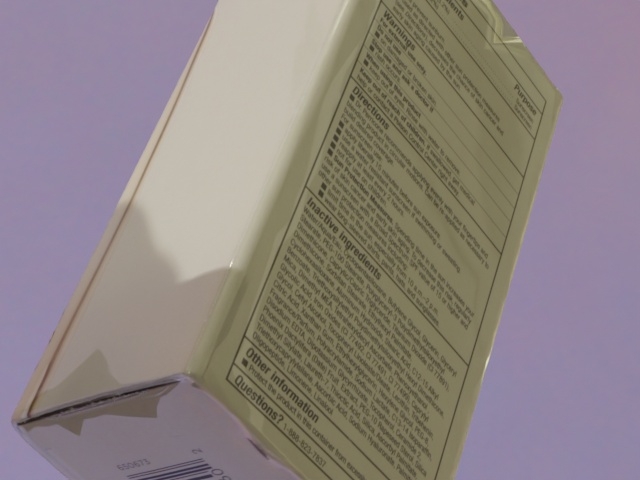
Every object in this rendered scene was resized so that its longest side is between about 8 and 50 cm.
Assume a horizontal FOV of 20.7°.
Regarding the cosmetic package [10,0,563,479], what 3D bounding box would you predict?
[{"bbox_3d":[0.000,0.000,0.812,0.160,0.113,0.309,48,-137,-28],"label":"cosmetic package"}]
